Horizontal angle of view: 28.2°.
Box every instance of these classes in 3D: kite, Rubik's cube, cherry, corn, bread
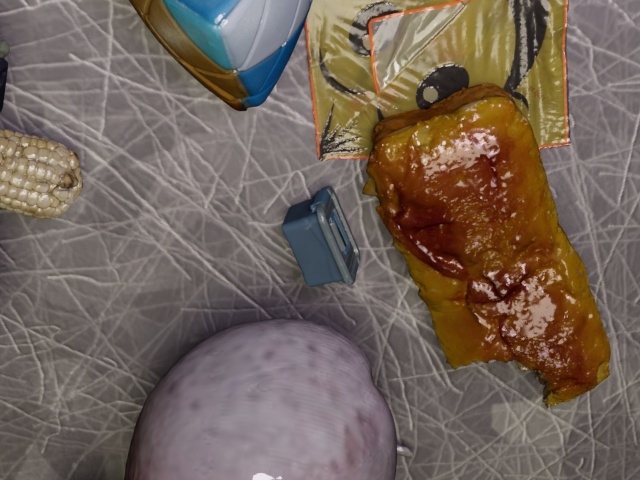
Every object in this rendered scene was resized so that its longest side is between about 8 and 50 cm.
[{"bbox_3d":[0.110,-0.197,1.326,0.377,0.013,0.327,40,105,-20],"label":"kite"},{"bbox_3d":[-0.097,-0.284,1.226,0.254,0.254,0.254,-1,112,-3],"label":"Rubik's cube"},{"bbox_3d":[-0.058,0.239,1.343,0.291,0.335,0.326,31,84,2],"label":"cherry"},{"bbox_3d":[-0.344,-0.080,1.292,0.211,0.087,0.087,15,112,-27],"label":"corn"},{"bbox_3d":[0.182,0.025,1.370,0.185,0.109,0.380,-23,115,7],"label":"bread"}]

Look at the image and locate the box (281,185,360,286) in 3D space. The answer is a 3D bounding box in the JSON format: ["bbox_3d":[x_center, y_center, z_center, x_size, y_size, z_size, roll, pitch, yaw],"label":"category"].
[{"bbox_3d":[0.000,0.000,1.373,0.054,0.074,0.099,-16,113,18],"label":"box"}]

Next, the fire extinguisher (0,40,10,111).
[{"bbox_3d":[-0.407,-0.260,1.236,0.138,0.102,0.344,-18,117,40],"label":"fire extinguisher"}]
